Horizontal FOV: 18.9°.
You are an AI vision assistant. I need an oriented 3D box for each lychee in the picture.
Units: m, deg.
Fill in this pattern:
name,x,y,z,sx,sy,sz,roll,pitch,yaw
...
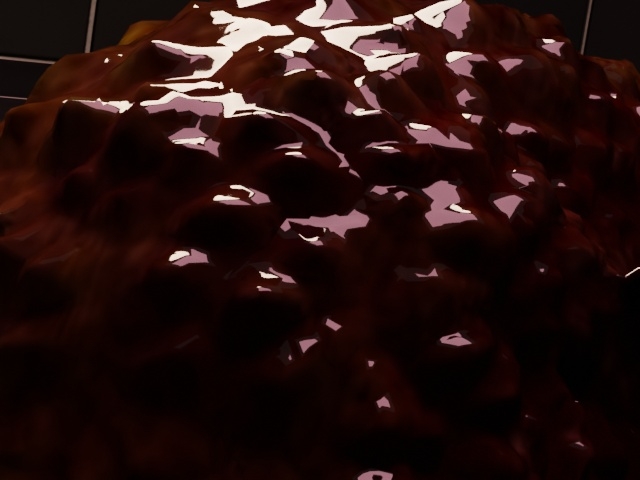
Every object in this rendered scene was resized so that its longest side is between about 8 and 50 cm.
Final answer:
name,x,y,z,sx,sy,sz,roll,pitch,yaw
lychee,0.009,0.059,0.523,0.304,0.276,0.275,-23,-11,35
